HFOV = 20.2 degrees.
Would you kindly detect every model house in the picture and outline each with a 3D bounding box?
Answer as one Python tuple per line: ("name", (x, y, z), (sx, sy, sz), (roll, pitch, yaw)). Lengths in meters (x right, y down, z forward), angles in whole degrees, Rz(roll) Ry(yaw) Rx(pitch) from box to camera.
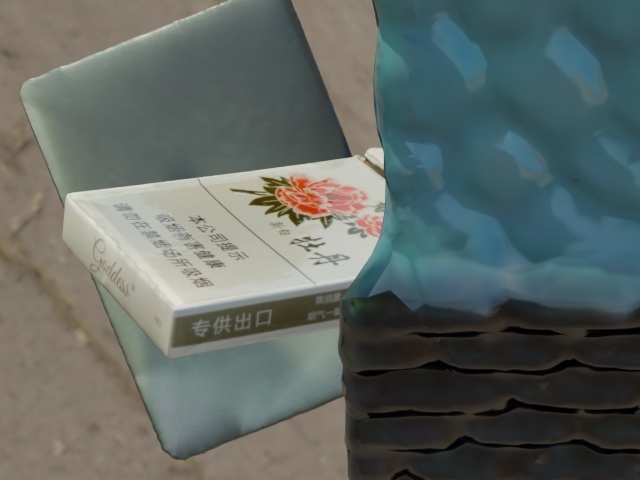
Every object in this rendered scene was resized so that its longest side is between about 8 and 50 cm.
("model house", (0.145, 0.001, 0.464), (0.226, 0.261, 0.241), (-67, 158, -71))

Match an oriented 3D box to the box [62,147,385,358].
("box", (0.000, 0.000, 0.778), (0.198, 0.029, 0.109), (-9, 31, -30))

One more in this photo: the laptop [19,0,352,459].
("laptop", (-0.062, -0.011, 1.168), (0.015, 0.188, 0.269), (-62, 130, -86))
